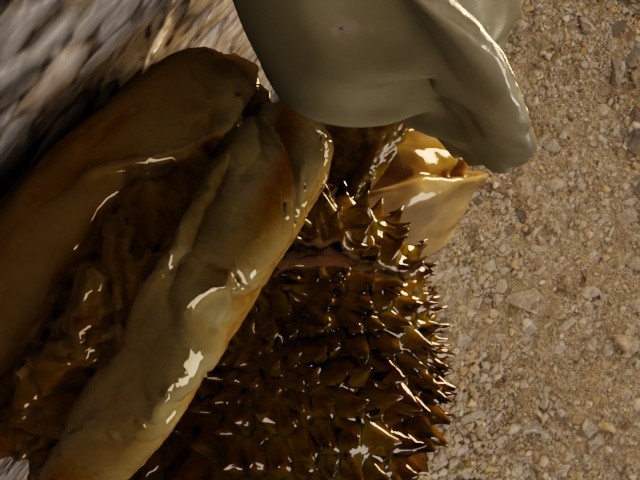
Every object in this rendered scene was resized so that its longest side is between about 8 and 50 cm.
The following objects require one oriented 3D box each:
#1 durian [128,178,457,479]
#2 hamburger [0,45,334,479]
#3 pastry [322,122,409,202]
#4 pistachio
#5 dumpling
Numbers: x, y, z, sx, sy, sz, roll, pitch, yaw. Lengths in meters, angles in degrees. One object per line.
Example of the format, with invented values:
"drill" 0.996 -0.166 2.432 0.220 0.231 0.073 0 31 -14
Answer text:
"durian" -0.037 0.128 0.889 0.347 0.347 0.384 -54 147 -23
"hamburger" -0.080 0.017 0.459 0.214 0.108 0.214 -53 179 -2
"pastry" 0.040 -0.131 0.954 0.189 0.103 0.189 -59 180 0
"pistachio" 0.076 -0.084 1.222 0.238 0.229 0.321 -21 174 9
"dumpling" 0.032 -0.097 0.417 0.126 0.166 0.216 -26 171 -20
